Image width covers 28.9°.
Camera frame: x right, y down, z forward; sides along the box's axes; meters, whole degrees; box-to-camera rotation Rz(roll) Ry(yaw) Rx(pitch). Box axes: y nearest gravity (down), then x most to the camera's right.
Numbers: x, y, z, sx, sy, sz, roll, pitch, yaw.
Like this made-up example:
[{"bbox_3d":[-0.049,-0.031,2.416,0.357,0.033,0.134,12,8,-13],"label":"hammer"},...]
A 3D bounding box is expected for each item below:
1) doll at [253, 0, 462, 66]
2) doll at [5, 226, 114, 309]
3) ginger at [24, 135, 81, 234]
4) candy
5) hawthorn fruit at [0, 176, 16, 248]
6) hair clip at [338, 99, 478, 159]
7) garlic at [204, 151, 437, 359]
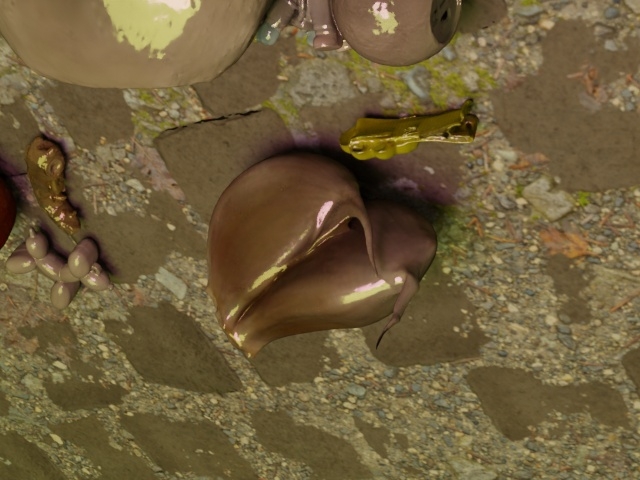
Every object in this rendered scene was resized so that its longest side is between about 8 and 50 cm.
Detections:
[{"bbox_3d":[0.010,-0.274,1.370,0.287,0.151,0.151,13,136,28],"label":"doll"},{"bbox_3d":[-0.406,0.042,1.968,0.161,0.059,0.160,40,139,-11],"label":"doll"},{"bbox_3d":[-0.401,-0.085,1.852,0.069,0.051,0.173,16,142,24],"label":"ginger"},{"bbox_3d":[-0.217,-0.360,1.293,0.386,0.186,0.427,21,113,22],"label":"candy"},{"bbox_3d":[-0.569,-0.034,1.900,0.196,0.196,0.225,36,154,-8],"label":"hawthorn fruit"},{"bbox_3d":[0.104,-0.133,1.506,0.173,0.072,0.046,-10,123,24],"label":"hair clip"},{"bbox_3d":[0.000,0.000,1.568,0.340,0.246,0.231,-9,116,55],"label":"garlic"}]
